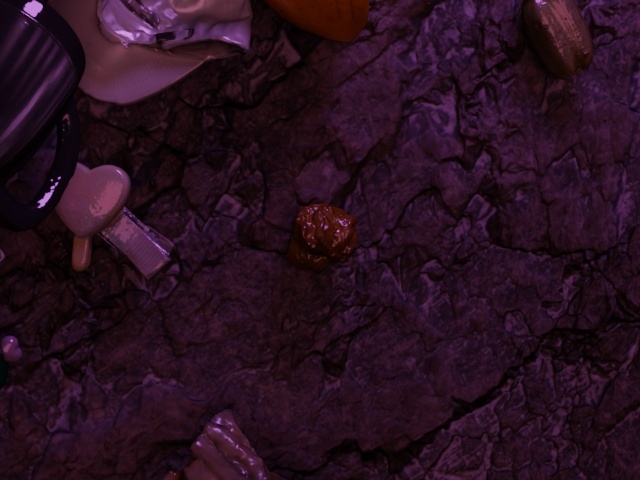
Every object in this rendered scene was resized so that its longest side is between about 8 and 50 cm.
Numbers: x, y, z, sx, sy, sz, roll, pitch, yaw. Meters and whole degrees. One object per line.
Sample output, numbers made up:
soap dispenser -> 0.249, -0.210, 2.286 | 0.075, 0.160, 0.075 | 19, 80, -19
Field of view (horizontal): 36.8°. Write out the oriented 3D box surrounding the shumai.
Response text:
shumai -> -0.105, 0.385, 1.451 | 0.267, 0.314, 0.262 | -21, 86, -26

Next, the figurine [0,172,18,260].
figurine -> -0.522, -0.061, 1.358 | 0.175, 0.116, 0.240 | -12, 95, -46

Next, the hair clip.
hair clip -> -0.326, -0.026, 1.443 | 0.218, 0.071, 0.159 | 43, 89, -11

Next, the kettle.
kettle -> -0.453, -0.164, 1.271 | 0.207, 0.250, 0.271 | 13, 57, 9

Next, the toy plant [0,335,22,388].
toy plant -> -0.575, 0.183, 1.384 | 0.243, 0.112, 0.232 | 41, 89, -21

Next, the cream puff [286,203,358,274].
cream puff -> 0.000, 0.000, 1.498 | 0.116, 0.122, 0.094 | 40, 47, -47

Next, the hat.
hat -> -0.264, -0.339, 1.382 | 0.301, 0.168, 0.258 | -35, 125, 11

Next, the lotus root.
lotus root -> 0.377, -0.349, 1.556 | 0.090, 0.077, 0.183 | -33, 105, 2

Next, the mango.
mango -> -0.032, -0.450, 1.402 | 0.199, 0.201, 0.350 | -16, 112, 19
